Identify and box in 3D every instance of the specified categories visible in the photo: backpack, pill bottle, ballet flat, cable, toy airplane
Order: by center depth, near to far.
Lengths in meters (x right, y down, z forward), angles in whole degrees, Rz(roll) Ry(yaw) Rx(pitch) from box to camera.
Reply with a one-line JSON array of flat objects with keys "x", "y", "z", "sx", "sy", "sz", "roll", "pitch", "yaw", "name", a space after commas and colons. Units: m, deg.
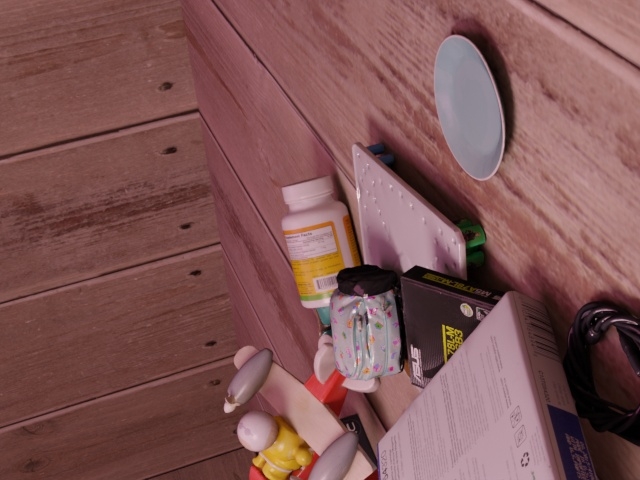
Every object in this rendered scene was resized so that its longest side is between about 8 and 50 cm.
[{"x": 0.312, "y": 0.140, "z": 1.037, "sx": 0.184, "sy": 0.047, "sz": 0.150, "roll": -150, "pitch": 46, "yaw": -71, "name": "cable"}, {"x": 0.078, "y": 0.138, "z": 1.566, "sx": 0.152, "sy": 0.115, "sz": 0.182, "roll": -150, "pitch": 54, "yaw": -76, "name": "backpack"}, {"x": 0.000, "y": 0.000, "z": 1.896, "sx": 0.136, "sy": 0.136, "sz": 0.245, "roll": -171, "pitch": 66, "yaw": -75, "name": "pill bottle"}, {"x": -0.051, "y": 0.385, "z": 2.050, "sx": 0.386, "sy": 0.272, "sz": 0.384, "roll": -24, "pitch": 69, "yaw": 45, "name": "toy airplane"}, {"x": 0.027, "y": 0.192, "z": 2.180, "sx": 0.067, "sy": 0.073, "sz": 0.206, "roll": -59, "pitch": -38, "yaw": -71, "name": "ballet flat"}]

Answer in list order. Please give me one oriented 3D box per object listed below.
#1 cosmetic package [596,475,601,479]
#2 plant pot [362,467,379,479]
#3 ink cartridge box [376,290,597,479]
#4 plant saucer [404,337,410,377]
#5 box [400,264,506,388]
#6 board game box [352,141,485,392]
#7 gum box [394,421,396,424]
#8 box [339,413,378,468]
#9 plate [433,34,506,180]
[{"x": 0.305, "y": 0.412, "z": 1.144, "sx": 0.151, "sy": 0.151, "sz": 0.183, "roll": -129, "pitch": 28, "yaw": -59, "name": "cosmetic package"}, {"x": 0.198, "y": 0.466, "z": 1.373, "sx": 0.236, "sy": 0.267, "sz": 0.267, "roll": 15, "pitch": 131, "yaw": 53, "name": "plant pot"}, {"x": 0.185, "y": 0.281, "z": 1.142, "sx": 0.330, "sy": 0.071, "sz": 0.324, "roll": -58, "pitch": 21, "yaw": 34, "name": "ink cartridge box"}, {"x": 0.150, "y": 0.200, "z": 1.582, "sx": 0.083, "sy": 0.015, "sz": 0.083, "roll": 164, "pitch": 90, "yaw": -76, "name": "plant saucer"}, {"x": 0.200, "y": 0.144, "z": 1.321, "sx": 0.184, "sy": 0.045, "sz": 0.190, "roll": 16, "pitch": 126, "yaw": 37, "name": "box"}, {"x": 0.162, "y": 0.075, "z": 1.534, "sx": 0.390, "sy": 0.050, "sz": 0.390, "roll": -130, "pitch": 28, "yaw": -57, "name": "board game box"}, {"x": 0.169, "y": 0.473, "z": 1.850, "sx": 0.157, "sy": 0.041, "sz": 0.184, "roll": 98, "pitch": 166, "yaw": -44, "name": "gum box"}, {"x": 0.063, "y": 0.578, "z": 2.262, "sx": 0.165, "sy": 0.143, "sz": 0.270, "roll": 100, "pitch": 151, "yaw": -56, "name": "box"}, {"x": 0.194, "y": -0.169, "z": 1.205, "sx": 0.188, "sy": 0.024, "sz": 0.188, "roll": 164, "pitch": 90, "yaw": -75, "name": "plate"}]
